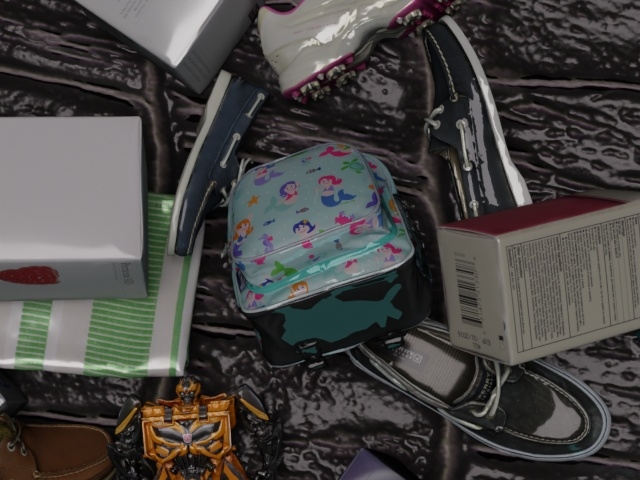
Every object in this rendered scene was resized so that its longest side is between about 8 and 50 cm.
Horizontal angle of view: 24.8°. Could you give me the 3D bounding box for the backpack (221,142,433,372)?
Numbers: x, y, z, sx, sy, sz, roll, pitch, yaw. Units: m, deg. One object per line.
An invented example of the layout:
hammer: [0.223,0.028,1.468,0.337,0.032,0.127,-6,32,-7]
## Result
backpack: [0.000,0.000,1.682,0.225,0.253,0.191,-19,121,6]

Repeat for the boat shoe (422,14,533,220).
boat shoe: [0.173,-0.120,1.746,0.091,0.114,0.302,-20,81,-2]

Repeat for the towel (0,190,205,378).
towel: [-0.311,0.040,1.770,0.325,0.038,0.248,7,72,-4]

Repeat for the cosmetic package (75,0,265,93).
cosmetic package: [-0.191,-0.302,1.788,0.183,0.151,0.151,35,89,10]

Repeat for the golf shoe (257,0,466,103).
golf shoe: [0.060,-0.298,1.782,0.306,0.115,0.140,-32,78,1]

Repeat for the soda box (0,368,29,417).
soda box: [-0.496,0.124,1.803,0.091,0.098,0.286,-43,81,0]

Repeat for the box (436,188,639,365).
box: [0.266,0.036,1.648,0.232,0.127,0.149,-13,102,-26]

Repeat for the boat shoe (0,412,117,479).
boat shoe: [-0.377,0.259,1.703,0.307,0.104,0.111,-9,37,-28]

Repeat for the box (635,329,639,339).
box: [0.495,0.060,1.716,0.244,0.060,0.100,-44,81,0]

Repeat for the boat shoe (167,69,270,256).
boat shoe: [-0.125,-0.088,1.770,0.079,0.095,0.254,19,59,-7]

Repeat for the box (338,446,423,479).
box: [0.093,0.439,1.638,0.294,0.183,0.296,34,88,21]

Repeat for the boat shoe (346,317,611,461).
boat shoe: [0.179,0.174,1.710,0.335,0.119,0.121,19,86,8]

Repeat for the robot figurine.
robot figurine: [-0.143,0.306,1.727,0.211,0.085,0.291,-6,97,2]

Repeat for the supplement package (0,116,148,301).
supplement package: [-0.347,-0.032,1.679,0.293,0.177,0.175,-1,73,-4]
